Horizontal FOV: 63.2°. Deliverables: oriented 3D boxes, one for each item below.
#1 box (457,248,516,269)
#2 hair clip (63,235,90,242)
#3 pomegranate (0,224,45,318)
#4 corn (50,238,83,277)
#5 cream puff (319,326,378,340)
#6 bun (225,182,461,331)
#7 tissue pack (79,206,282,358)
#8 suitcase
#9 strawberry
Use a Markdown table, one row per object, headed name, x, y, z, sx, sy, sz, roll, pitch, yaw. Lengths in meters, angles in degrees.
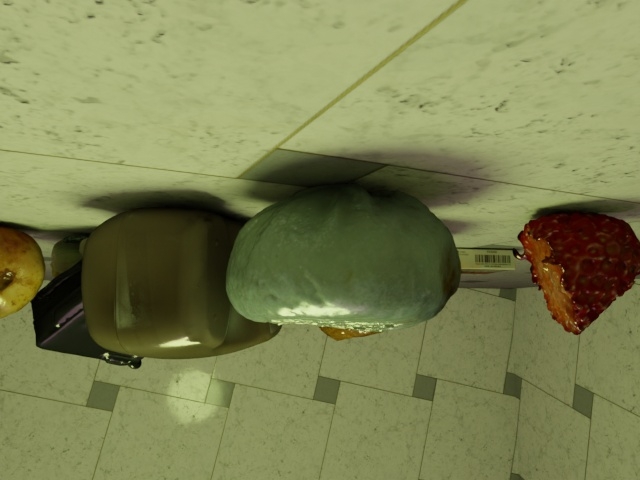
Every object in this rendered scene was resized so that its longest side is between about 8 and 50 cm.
| name | x | y | z | sx | sy | sz | roll | pitch | yaw |
| --- | --- | --- | --- | --- | --- | --- | --- | --- | --- |
| box | 0.358 | 0.062 | 1.530 | 0.354 | 0.069 | 0.214 | 3 | 172 | -7 |
| hair clip | -0.504 | 0.009 | 1.273 | 0.229 | 0.036 | 0.066 | 13 | 161 | -34 |
| pomegranate | -0.710 | 0.057 | 1.106 | 0.216 | 0.215 | 0.215 | 0 | 172 | 0 |
| corn | -0.535 | 0.053 | 1.358 | 0.306 | 0.122 | 0.123 | 3 | 135 | -36 |
| cream puff | 0.107 | 0.086 | 1.109 | 0.303 | 0.212 | 0.303 | -24 | 180 | 0 |
| bun | 0.034 | 0.030 | 0.782 | 0.363 | 0.211 | 0.362 | 3 | 174 | 0 |
| tissue pack | -0.250 | 0.084 | 0.971 | 0.277 | 0.267 | 0.387 | -6 | 172 | 18 |
| suitcase | -0.468 | 0.144 | 1.243 | 0.345 | 0.188 | 0.339 | -34 | 149 | 15 |
| strawberry | 0.469 | 0.042 | 0.925 | 0.178 | 0.233 | 0.234 | -21 | 169 | 8 |
